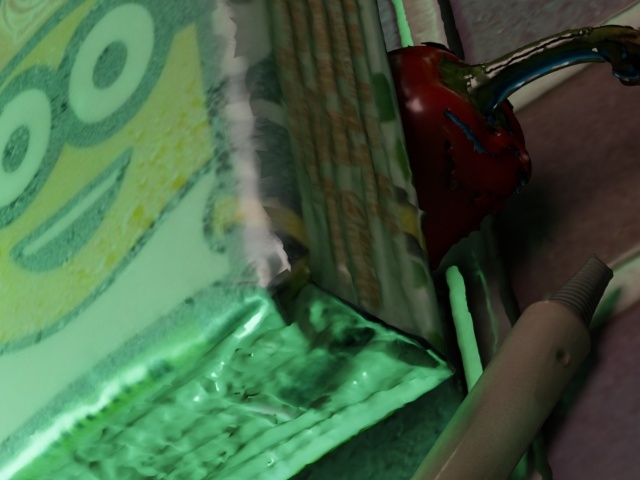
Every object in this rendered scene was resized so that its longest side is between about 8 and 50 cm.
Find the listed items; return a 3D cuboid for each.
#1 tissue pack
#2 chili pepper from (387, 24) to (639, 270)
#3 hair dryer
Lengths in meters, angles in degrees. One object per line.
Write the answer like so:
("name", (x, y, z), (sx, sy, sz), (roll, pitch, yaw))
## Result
("tissue pack", (-0.072, -0.031, 0.923), (0.228, 0.128, 0.310), (-35, 47, 32))
("chili pepper", (0.000, 0.000, 1.002), (0.387, 0.110, 0.110), (-42, 22, 19))
("hair dryer", (0.052, 0.086, 0.842), (0.195, 0.053, 0.220), (-20, 29, 37))
